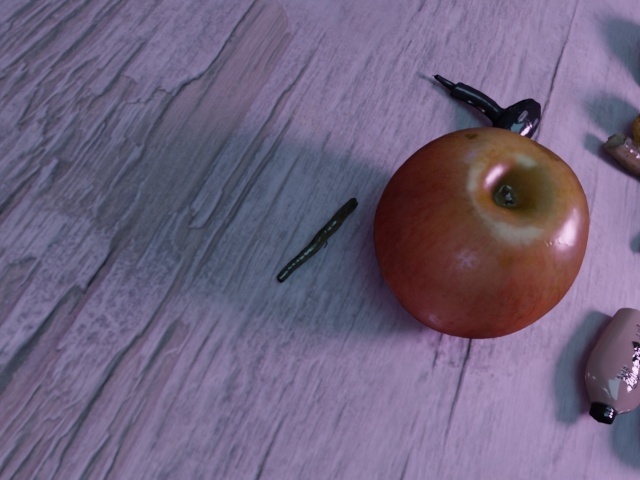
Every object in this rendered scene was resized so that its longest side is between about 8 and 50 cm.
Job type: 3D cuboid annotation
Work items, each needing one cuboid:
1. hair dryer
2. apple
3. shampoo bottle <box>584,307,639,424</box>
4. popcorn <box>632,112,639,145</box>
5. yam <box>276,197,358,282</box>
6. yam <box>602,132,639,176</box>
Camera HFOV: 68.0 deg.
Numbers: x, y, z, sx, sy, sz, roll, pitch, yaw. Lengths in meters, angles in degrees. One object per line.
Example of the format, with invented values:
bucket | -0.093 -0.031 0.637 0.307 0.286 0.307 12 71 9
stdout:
hair dryer | 0.358 -0.294 1.114 0.272 0.091 0.235 40 74 13
apple | 0.279 -0.015 0.835 0.365 0.364 0.363 6 70 -15
shampoo bottle | 0.614 0.260 0.976 0.127 0.078 0.256 39 66 -2
popcorn | 0.906 -0.300 1.224 0.180 0.179 0.170 8 36 -15
yam | -0.001 -0.001 0.910 0.027 0.029 0.234 31 63 25
yam | 0.869 -0.177 1.218 0.318 0.067 0.071 28 53 -7
